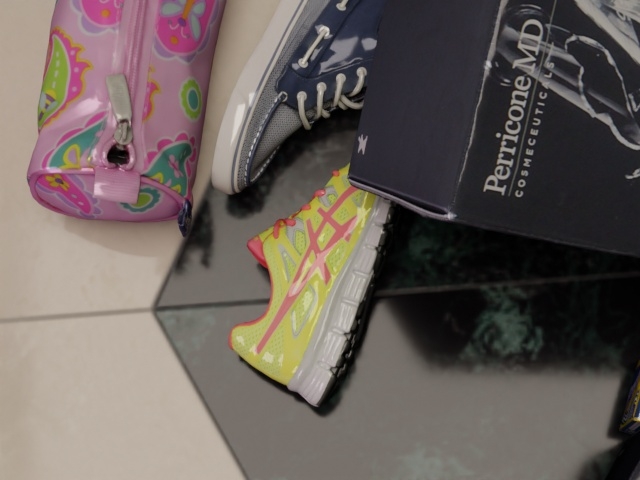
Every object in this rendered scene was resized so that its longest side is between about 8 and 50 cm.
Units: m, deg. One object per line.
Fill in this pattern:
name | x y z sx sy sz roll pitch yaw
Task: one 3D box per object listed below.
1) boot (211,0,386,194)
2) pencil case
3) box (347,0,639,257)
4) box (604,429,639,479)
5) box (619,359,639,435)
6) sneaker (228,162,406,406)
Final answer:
boot | -0.004 -0.109 0.954 0.086 0.069 0.190 21 77 11
pencil case | -0.127 -0.150 0.946 0.124 0.124 0.284 6 76 5
box | 0.218 -0.157 0.801 0.312 0.179 0.343 10 95 -17
box | 0.246 0.303 0.782 0.294 0.183 0.296 31 80 12
box | 0.285 0.122 0.887 0.168 0.059 0.054 17 76 7
sneaker | 0.000 0.000 0.924 0.094 0.081 0.209 20 79 10
